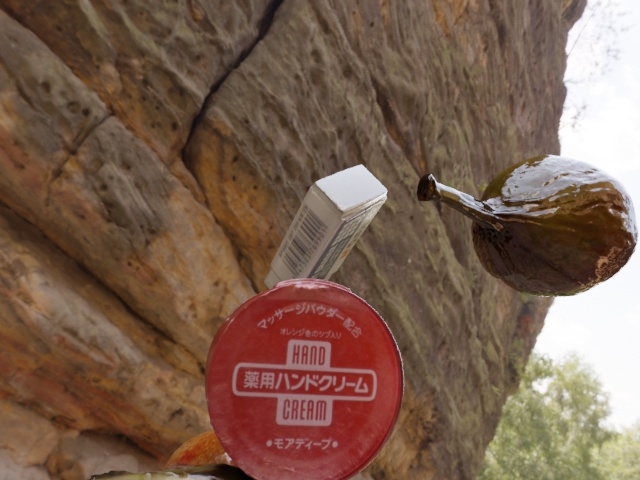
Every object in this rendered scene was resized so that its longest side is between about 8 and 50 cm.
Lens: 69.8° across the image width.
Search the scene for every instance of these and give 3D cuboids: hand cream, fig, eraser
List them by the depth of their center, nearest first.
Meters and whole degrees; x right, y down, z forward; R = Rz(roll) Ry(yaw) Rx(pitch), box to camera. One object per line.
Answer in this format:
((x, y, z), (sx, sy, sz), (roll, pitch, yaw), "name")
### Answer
((-0.023, 0.139, 0.473), (0.193, 0.193, 0.125), (34, -18, -8), "hand cream")
((0.229, -0.020, 0.569), (0.290, 0.190, 0.190), (0, -10, -12), "fig")
((0.000, 0.000, 0.811), (0.081, 0.124, 0.279), (48, -43, 16), "eraser")

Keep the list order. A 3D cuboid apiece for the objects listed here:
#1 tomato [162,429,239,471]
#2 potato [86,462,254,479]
((-0.096, 0.342, 0.610), (0.237, 0.095, 0.236), (11, -60, 19), "tomato")
((-0.176, 0.337, 0.380), (0.285, 0.242, 0.242), (-12, -29, 11), "potato")
